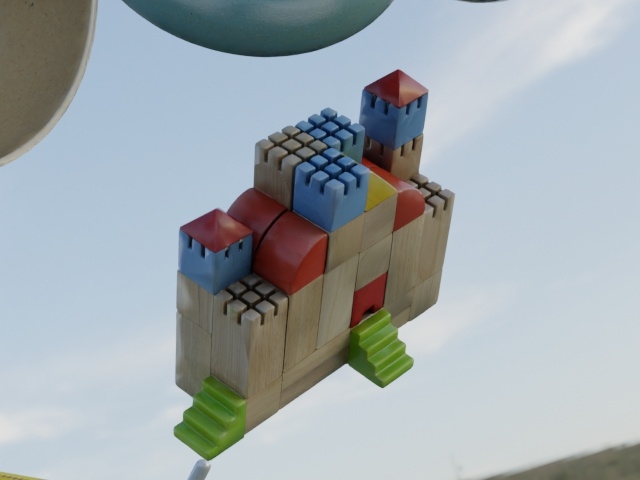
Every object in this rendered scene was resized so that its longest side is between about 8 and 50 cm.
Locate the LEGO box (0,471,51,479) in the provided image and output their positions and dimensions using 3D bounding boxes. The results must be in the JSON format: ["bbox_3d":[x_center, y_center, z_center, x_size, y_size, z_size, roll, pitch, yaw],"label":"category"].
[{"bbox_3d":[-0.184,0.394,1.143,0.500,0.372,0.193,8,-24,10],"label":"LEGO box"}]

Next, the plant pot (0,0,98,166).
[{"bbox_3d":[-0.280,-0.146,0.750,0.191,0.284,0.284,-15,-12,35],"label":"plant pot"}]

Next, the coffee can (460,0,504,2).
[{"bbox_3d":[0.146,-0.277,0.925,0.201,0.202,0.275,-13,0,-16],"label":"coffee can"}]

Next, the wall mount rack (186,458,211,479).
[{"bbox_3d":[-0.099,0.431,1.684,0.350,0.304,0.130,22,-24,-23],"label":"wall mount rack"}]

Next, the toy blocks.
[{"bbox_3d":[0.000,0.000,1.403,0.381,0.190,0.261,-31,-39,-37],"label":"toy blocks"}]

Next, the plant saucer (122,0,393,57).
[{"bbox_3d":[-0.062,-0.310,1.313,0.317,0.318,0.044,-12,-21,-18],"label":"plant saucer"}]
